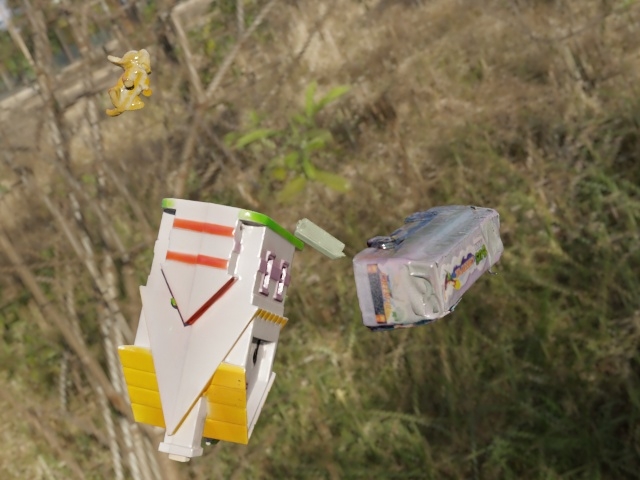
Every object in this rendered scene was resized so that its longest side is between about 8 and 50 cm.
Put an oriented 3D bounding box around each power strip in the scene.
[{"bbox_3d":[0.000,0.000,1.473,0.027,0.083,0.017,-59,7,-32],"label":"power strip"}]

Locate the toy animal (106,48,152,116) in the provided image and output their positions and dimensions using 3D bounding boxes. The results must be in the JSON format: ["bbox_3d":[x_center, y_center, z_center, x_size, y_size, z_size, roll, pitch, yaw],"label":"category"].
[{"bbox_3d":[-0.241,-0.201,1.314,0.081,0.061,0.083,-51,35,26],"label":"toy animal"}]

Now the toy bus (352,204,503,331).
[{"bbox_3d":[0.159,0.027,1.474,0.138,0.112,0.317,-4,15,28],"label":"toy bus"}]

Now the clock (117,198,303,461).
[{"bbox_3d":[-0.143,0.121,1.333,0.166,0.309,0.235,8,-8,13],"label":"clock"}]
